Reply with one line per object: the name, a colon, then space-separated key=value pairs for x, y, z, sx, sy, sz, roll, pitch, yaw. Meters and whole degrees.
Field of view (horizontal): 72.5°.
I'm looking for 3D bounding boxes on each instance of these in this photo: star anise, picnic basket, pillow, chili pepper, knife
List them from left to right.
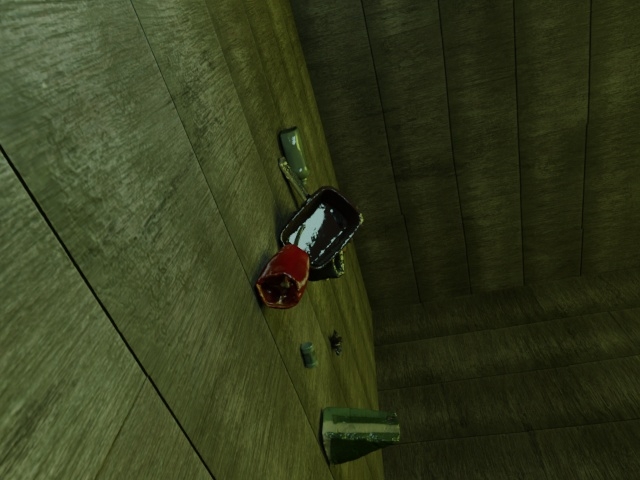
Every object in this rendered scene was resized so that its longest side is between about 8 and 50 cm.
chili pepper: x=-0.098 y=0.085 z=1.349 sx=0.338 sy=0.135 sz=0.131 roll=-76 pitch=144 yaw=-65
knife: x=-0.084 y=-0.219 z=1.898 sx=0.089 sy=0.043 sz=0.365 roll=-89 pitch=154 yaw=-44
picnic basket: x=0.000 y=-0.038 z=1.611 sx=0.222 sy=0.297 sz=0.129 roll=42 pitch=-13 yaw=1
pillow: x=0.000 y=0.000 z=1.795 sx=0.228 sy=0.101 sz=0.326 roll=-17 pitch=-99 yaw=59
star anise: x=0.084 y=0.491 z=2.133 sx=0.129 sy=0.056 sz=0.124 roll=-21 pitch=99 yaw=-80

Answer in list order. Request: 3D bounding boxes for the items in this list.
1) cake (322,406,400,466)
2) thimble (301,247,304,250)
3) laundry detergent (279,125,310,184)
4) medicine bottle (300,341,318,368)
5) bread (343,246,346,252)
cake: x=0.134 y=0.691 z=1.617 sx=0.172 sy=0.284 sz=0.158 roll=55 pitch=19 yaw=-24
thimble: x=-0.080 y=0.056 z=1.696 sx=0.084 sy=0.062 sz=0.109 roll=-40 pitch=118 yaw=-82
laundry detergent: x=-0.106 y=-0.372 z=1.952 sx=0.181 sy=0.091 sz=0.253 roll=-93 pitch=168 yaw=-65
medicine bottle: x=-0.040 y=0.413 z=1.568 sx=0.047 sy=0.047 sz=0.083 roll=-72 pitch=148 yaw=-70
bread: x=0.056 y=-0.077 z=2.452 sx=0.327 sy=0.114 sz=0.295 roll=66 pitch=16 yaw=-46
